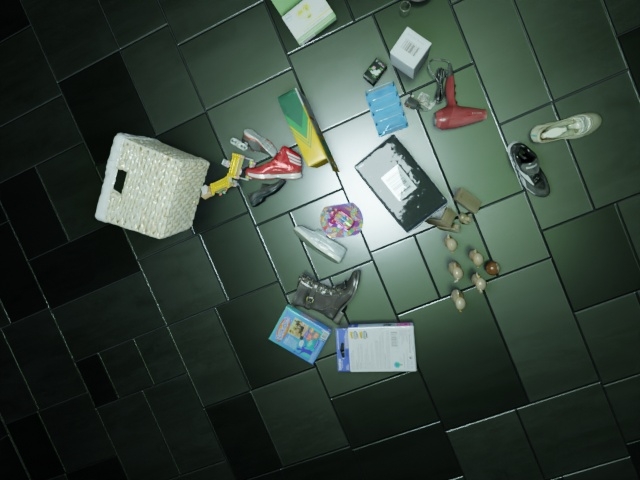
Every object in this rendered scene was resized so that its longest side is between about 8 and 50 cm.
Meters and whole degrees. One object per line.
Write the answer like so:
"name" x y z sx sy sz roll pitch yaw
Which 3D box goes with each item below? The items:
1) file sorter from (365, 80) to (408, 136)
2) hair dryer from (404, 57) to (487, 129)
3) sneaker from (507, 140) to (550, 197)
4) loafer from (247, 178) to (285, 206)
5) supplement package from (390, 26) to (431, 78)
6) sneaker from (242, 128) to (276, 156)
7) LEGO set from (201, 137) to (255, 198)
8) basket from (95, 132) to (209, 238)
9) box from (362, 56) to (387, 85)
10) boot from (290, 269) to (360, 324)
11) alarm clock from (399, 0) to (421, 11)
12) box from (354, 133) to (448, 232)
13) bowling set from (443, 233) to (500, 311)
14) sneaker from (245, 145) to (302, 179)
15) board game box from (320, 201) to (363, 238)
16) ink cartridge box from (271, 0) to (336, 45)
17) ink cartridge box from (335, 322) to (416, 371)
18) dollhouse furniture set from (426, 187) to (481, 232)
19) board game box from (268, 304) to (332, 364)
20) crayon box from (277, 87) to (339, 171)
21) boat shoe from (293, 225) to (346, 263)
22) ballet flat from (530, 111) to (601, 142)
"file sorter" 0.245 -0.488 1.842 0.118 0.104 0.170 -19 93 9
"hair dryer" 0.477 -0.517 1.817 0.293 0.080 0.224 35 100 3
"sneaker" 0.758 -0.255 1.794 0.078 0.106 0.234 -31 92 12
"loafer" -0.216 -0.201 1.968 0.170 0.062 0.061 -33 87 9
"supplement package" 0.320 -0.665 1.771 0.105 0.179 0.105 35 101 3
"sneaker" -0.243 -0.374 1.961 0.158 0.061 0.065 39 127 3
"LEGO set" -0.351 -0.257 1.977 0.132 0.107 0.287 44 110 27
"basket" -0.629 -0.205 1.891 0.266 0.331 0.328 19 100 4
"box" 0.204 -0.627 1.852 0.052 0.062 0.083 41 101 3
"boot" 0.017 0.192 1.965 0.229 0.091 0.263 27 102 4
"alarm clock" 0.347 -0.918 1.795 0.129 0.064 0.192 32 98 3
"box" 0.283 -0.201 1.774 0.182 0.294 0.296 -38 90 12
"bowling set" 0.569 0.103 1.841 0.199 0.154 0.287 -12 95 10
"sneaker" -0.181 -0.306 1.924 0.221 0.087 0.128 -1 110 -7
"board game box" 0.084 -0.080 1.925 0.168 0.033 0.133 -10 82 -3
"ink cartridge box" -0.073 -0.883 1.867 0.171 0.056 0.235 -34 93 11
"ink cartridge box" 0.220 0.426 1.978 0.311 0.065 0.186 -3 96 6
"dollhouse furniture set" 0.490 -0.114 1.873 0.144 0.123 0.151 29 84 -29
"board game box" -0.082 0.382 2.024 0.210 0.047 0.160 30 101 3
"crayon box" -0.040 -0.386 1.845 0.083 0.203 0.323 -24 93 11
"boat shoe" 0.001 0.000 1.959 0.227 0.079 0.081 35 73 3
"ballet flat" 0.884 -0.399 1.771 0.248 0.086 0.086 -15 95 9
